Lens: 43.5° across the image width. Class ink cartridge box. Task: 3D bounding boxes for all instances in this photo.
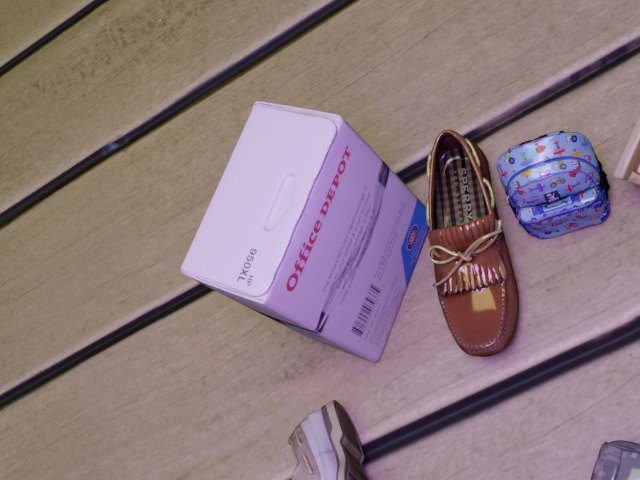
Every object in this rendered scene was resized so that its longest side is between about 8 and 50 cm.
[{"bbox_3d":[0.000,0.000,1.270,0.166,0.395,0.285,16,78,32],"label":"ink cartridge box"}]

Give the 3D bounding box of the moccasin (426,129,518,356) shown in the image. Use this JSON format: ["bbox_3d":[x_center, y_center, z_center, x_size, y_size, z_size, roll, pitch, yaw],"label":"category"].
[{"bbox_3d":[0.238,-0.002,1.291,0.139,0.147,0.379,-8,67,25],"label":"moccasin"}]

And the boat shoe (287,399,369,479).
[{"bbox_3d":[0.017,0.379,1.232,0.103,0.113,0.302,-32,25,9],"label":"boat shoe"}]

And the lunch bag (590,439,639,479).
[{"bbox_3d":[0.458,0.408,0.970,0.305,0.212,0.255,12,73,31],"label":"lunch bag"}]

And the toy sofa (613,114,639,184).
[{"bbox_3d":[0.629,-0.091,1.137,0.363,0.177,0.150,30,111,33],"label":"toy sofa"}]

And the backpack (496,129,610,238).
[{"bbox_3d":[0.360,-0.090,1.246,0.158,0.173,0.116,-16,64,21],"label":"backpack"}]
